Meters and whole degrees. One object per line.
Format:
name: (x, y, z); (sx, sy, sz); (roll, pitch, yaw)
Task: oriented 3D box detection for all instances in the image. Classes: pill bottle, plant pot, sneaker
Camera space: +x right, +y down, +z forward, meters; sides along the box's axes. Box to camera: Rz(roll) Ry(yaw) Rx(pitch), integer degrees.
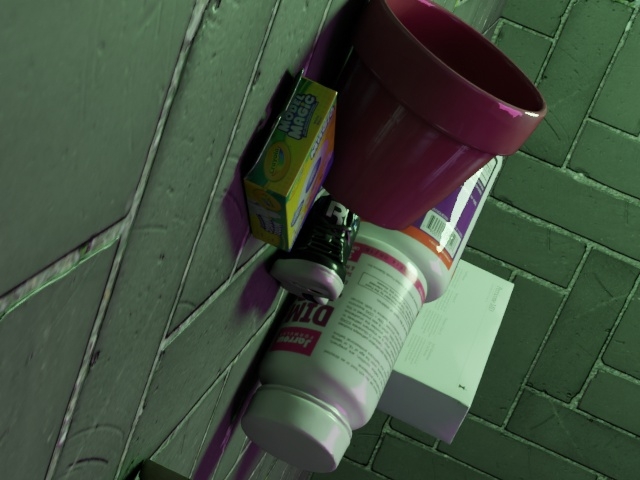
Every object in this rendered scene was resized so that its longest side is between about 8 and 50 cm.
pill bottle: (0.017, 0.145, 1.477); (0.160, 0.160, 0.283); (101, 14, -60)
pill bottle: (0.157, -0.078, 1.700); (0.181, 0.181, 0.323); (99, 17, -64)
plant pot: (0.088, -0.117, 1.105); (0.180, 0.201, 0.201); (-53, 179, 24)
sneaker: (0.000, 0.000, 1.263); (0.217, 0.079, 0.121); (122, -10, -82)

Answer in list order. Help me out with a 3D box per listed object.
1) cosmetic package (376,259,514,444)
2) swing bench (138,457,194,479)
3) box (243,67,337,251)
cosmetic package: (0.145, 0.135, 1.883); (0.377, 0.284, 0.097); (-55, 166, -56)
swing bench: (-0.139, 0.347, 1.015); (0.253, 0.165, 0.255); (-64, 167, -15)
box: (-0.024, -0.067, 0.974); (0.179, 0.043, 0.105); (85, 29, -72)
